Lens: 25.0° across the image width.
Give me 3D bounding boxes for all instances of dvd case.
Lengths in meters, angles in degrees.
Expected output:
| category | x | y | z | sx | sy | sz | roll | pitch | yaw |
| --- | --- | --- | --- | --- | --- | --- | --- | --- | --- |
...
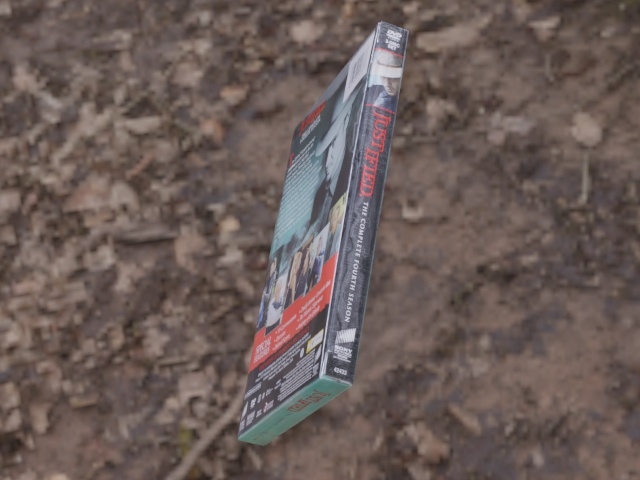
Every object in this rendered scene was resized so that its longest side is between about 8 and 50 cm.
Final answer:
| category | x | y | z | sx | sy | sz | roll | pitch | yaw |
| --- | --- | --- | --- | --- | --- | --- | --- | --- | --- |
| dvd case | 0.000 | 0.000 | 0.466 | 0.013 | 0.087 | 0.119 | 15 | 66 | -15 |
